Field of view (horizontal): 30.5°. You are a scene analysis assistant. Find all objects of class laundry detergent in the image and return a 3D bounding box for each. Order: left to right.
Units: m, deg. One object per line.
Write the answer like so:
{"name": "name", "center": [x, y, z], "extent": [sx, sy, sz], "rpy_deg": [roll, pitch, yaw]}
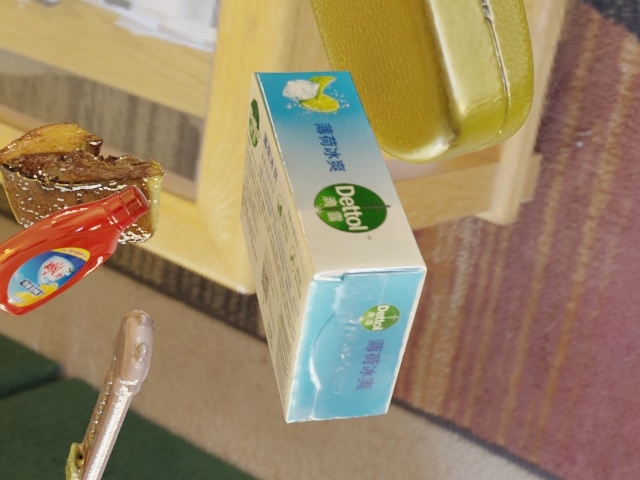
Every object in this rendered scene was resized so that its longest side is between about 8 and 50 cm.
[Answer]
{"name": "laundry detergent", "center": [-0.227, 0.007, 1.072], "extent": [0.165, 0.097, 0.049], "rpy_deg": [-31, 63, 4]}

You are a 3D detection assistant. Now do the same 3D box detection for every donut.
{"name": "donut", "center": [-0.315, -0.060, 1.454], "extent": [0.295, 0.151, 0.112], "rpy_deg": [23, 124, 52]}

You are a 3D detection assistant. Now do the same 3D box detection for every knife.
{"name": "knife", "center": [-0.247, 0.207, 1.305], "extent": [0.399, 0.038, 0.132], "rpy_deg": [119, 151, -42]}

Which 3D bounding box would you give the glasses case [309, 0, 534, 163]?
{"name": "glasses case", "center": [0.072, -0.252, 0.988], "extent": [0.173, 0.141, 0.371], "rpy_deg": [-7, 100, 58]}

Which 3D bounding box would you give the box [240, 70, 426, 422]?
{"name": "box", "center": [-0.001, 0.000, 0.767], "extent": [0.139, 0.073, 0.194], "rpy_deg": [100, 161, -44]}
